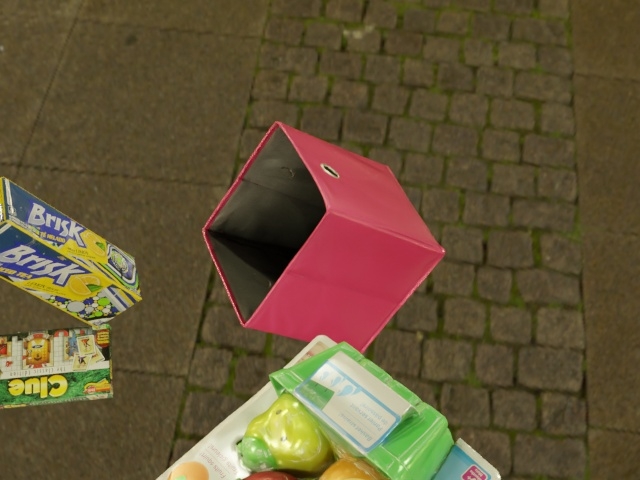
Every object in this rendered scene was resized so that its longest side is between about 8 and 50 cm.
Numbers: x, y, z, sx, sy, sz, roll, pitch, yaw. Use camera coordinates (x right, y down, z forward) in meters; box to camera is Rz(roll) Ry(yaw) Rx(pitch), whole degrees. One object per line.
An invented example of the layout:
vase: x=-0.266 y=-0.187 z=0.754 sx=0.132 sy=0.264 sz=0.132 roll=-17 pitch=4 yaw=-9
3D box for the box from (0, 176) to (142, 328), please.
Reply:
box: x=-0.237 y=0.014 z=0.878 sx=0.059 sy=0.169 sz=0.054 roll=-33 pitch=51 yaw=16

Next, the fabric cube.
fabric cube: x=0.000 y=0.000 z=1.664 sx=0.258 sy=0.259 sz=0.254 roll=18 pitch=29 yaw=-36

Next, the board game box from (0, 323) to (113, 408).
board game box: x=-0.501 y=0.226 z=1.756 sx=0.260 sy=0.030 sz=0.136 roll=-6 pitch=66 yaw=-5

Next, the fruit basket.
fruit basket: x=-0.023 y=0.294 z=1.174 sx=0.353 sy=0.165 sz=0.327 roll=-35 pitch=47 yaw=-23
